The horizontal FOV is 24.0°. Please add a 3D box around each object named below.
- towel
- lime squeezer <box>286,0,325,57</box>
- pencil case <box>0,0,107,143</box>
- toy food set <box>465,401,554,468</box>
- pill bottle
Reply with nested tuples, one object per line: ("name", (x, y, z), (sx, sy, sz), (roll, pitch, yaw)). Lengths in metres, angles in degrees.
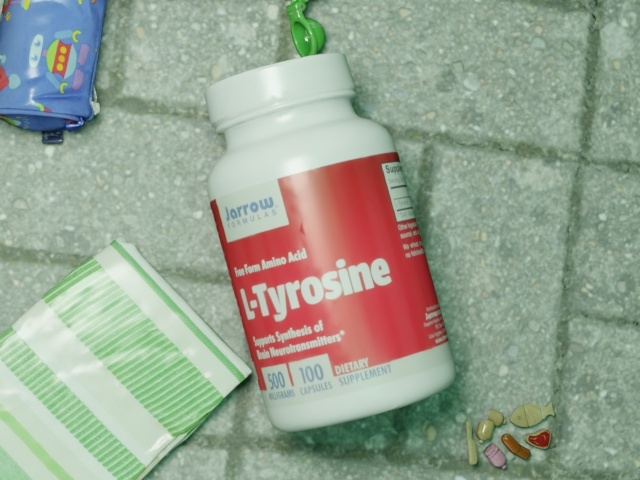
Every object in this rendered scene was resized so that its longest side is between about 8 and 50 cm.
("towel", (-0.277, 0.183, 1.785), (0.325, 0.038, 0.248), (-43, 93, -9))
("lime squeezer", (0.005, -0.272, 1.870), (0.110, 0.059, 0.310), (19, 81, -41))
("pencil case", (-0.306, -0.272, 1.768), (0.133, 0.119, 0.306), (11, 84, -15))
("toy food set", (0.237, 0.246, 1.885), (0.122, 0.019, 0.078), (-4, 87, -19))
("pill bottle", (0.000, 0.000, 1.751), (0.229, 0.229, 0.407), (-15, 89, -11))
